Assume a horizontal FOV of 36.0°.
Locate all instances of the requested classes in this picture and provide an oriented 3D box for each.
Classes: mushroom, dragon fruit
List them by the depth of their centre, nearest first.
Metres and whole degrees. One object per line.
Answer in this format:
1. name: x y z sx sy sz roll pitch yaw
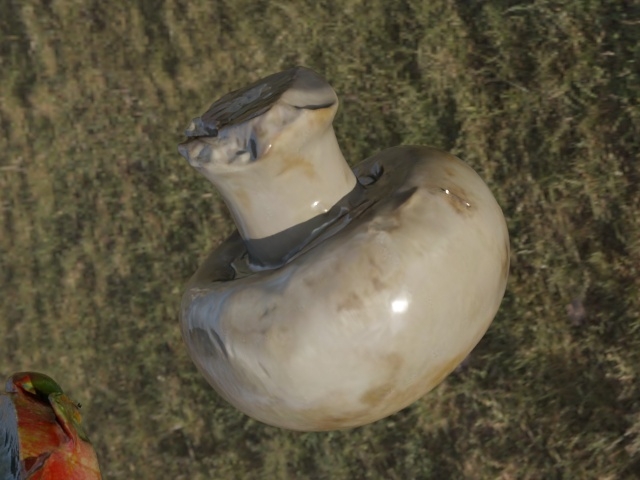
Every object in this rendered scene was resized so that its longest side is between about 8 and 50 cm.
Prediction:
1. mushroom: 0.000 0.000 0.837 0.297 0.297 0.290 -12 114 47
2. dragon fruit: -0.273 0.268 0.898 0.268 0.130 0.295 -46 52 42
